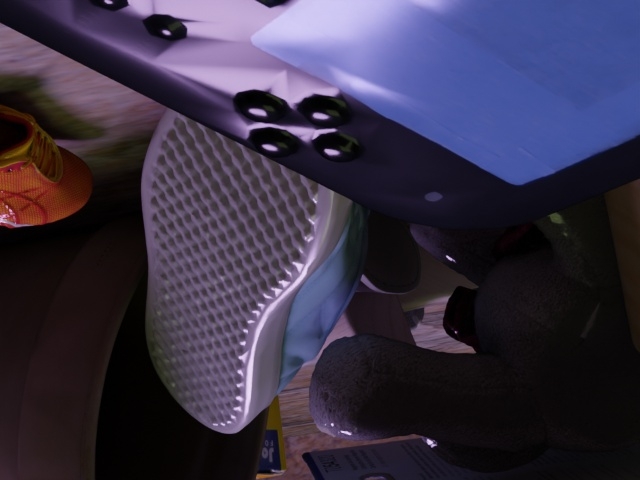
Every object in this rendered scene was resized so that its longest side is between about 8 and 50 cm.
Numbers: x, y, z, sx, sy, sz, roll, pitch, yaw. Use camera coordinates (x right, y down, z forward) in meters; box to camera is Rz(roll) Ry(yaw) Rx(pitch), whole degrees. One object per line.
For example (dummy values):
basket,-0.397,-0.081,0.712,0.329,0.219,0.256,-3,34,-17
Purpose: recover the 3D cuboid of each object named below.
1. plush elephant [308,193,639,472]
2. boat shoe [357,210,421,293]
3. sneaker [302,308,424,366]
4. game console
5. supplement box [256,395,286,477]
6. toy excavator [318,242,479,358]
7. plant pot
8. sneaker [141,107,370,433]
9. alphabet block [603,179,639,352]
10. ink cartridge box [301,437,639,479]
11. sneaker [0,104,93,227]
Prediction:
plush elephant,0.171,0.036,1.013,0.330,0.272,0.255,22,-170,-14
boat shoe,0.000,0.000,1.104,0.069,0.081,0.228,-16,157,34
sneaker,-0.034,0.096,1.425,0.281,0.105,0.115,-3,166,-20
game console,0.039,-0.121,0.449,0.342,0.060,0.386,21,153,-28
supplement box,-0.244,0.198,1.546,0.356,0.195,0.194,-15,165,32
toy excavator,0.245,0.083,1.341,0.433,0.445,0.222,-48,-171,-31
plant pot,-0.228,0.125,1.108,0.280,0.323,0.323,6,171,19
sneaker,-0.028,-0.021,0.893,0.150,0.135,0.366,-45,167,-35
alphabet block,0.281,-0.012,0.776,0.192,0.193,0.197,-16,-166,-2
ink cartridge box,0.166,0.195,0.997,0.330,0.071,0.324,-8,-177,-6
sneaker,-0.189,-0.047,0.824,0.067,0.064,0.175,-9,167,24
